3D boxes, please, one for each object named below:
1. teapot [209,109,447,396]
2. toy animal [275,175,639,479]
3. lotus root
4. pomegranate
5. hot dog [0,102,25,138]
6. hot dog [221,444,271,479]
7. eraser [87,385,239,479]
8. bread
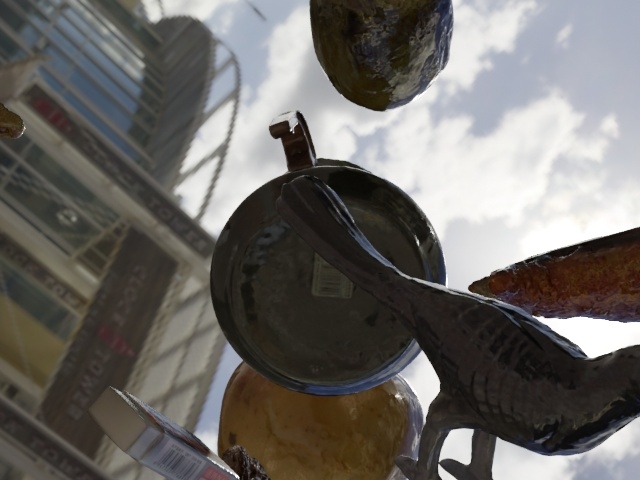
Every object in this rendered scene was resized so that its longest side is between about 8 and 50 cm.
[{"bbox_3d":[0.000,0.000,1.294,0.253,0.300,0.344,-17,-169,2],"label":"teapot"},{"bbox_3d":[0.109,0.096,0.752,0.367,0.206,0.081,22,-152,39],"label":"toy animal"},{"bbox_3d":[0.058,-0.243,1.083,0.154,0.154,0.278,-60,163,-29],"label":"lotus root"},{"bbox_3d":[-0.012,0.311,1.680,0.342,0.342,0.342,-38,-156,20],"label":"pomegranate"},{"bbox_3d":[-0.403,-0.152,1.336,0.030,0.090,0.034,-52,-176,46],"label":"hot dog"},{"bbox_3d":[-0.087,0.292,1.204,0.065,0.099,0.147,-18,-149,25],"label":"hot dog"},{"bbox_3d":[-0.105,0.142,0.752,0.052,0.122,0.029,34,-99,39],"label":"eraser"},{"bbox_3d":[0.273,0.037,0.993,0.269,0.095,0.139,-12,171,1],"label":"bread"}]
